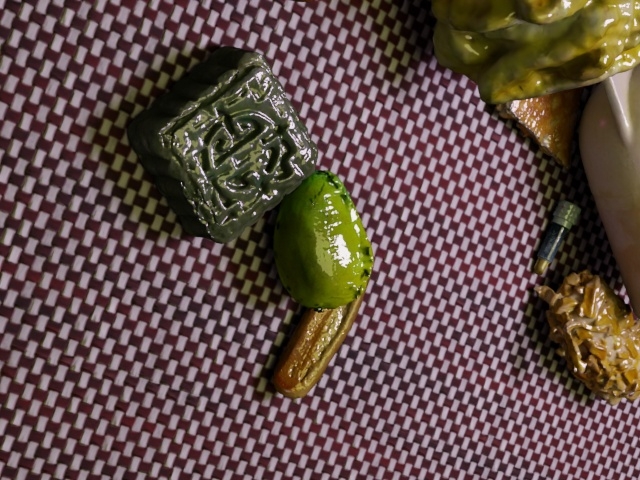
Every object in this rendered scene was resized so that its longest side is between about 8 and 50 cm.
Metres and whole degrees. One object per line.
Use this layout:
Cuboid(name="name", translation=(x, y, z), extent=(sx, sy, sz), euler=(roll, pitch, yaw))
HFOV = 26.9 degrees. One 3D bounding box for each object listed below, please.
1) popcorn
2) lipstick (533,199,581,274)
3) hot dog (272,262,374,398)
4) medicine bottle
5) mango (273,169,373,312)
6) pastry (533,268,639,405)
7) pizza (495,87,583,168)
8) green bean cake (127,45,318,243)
Cuboid(name="popcorn", translation=(0.281, -0.326, 1.703), extent=(0.312, 0.312, 0.312), euler=(-8, 104, -36))
Cuboid(name="lipstick", translation=(0.346, -0.002, 1.980), extent=(0.037, 0.037, 0.116), euler=(30, 85, -37))
Cuboid(name="hot dog", translation=(0.006, 0.108, 1.735), extent=(0.066, 0.047, 0.215), euler=(27, 80, -1))
Cuboid(name="medicine bottle", translation=(0.507, -0.107, 1.941), extent=(0.236, 0.236, 0.406), euler=(-27, 102, -30))
Cuboid(name="mango", translation=(-0.001, 0.000, 1.674), extent=(0.119, 0.100, 0.178), euler=(-11, 99, -25))
Cuboid(name="pastry", translation=(0.414, 0.149, 2.017), extent=(0.250, 0.102, 0.154), euler=(41, 71, -37))
Cuboid(name="pizza", translation=(0.338, -0.189, 1.934), extent=(0.185, 0.036, 0.176), euler=(-44, 124, -24))
Cuboid(name="green bean cake", translation=(-0.111, -0.111, 1.579), extent=(0.185, 0.094, 0.183), euler=(-40, 122, -18))
